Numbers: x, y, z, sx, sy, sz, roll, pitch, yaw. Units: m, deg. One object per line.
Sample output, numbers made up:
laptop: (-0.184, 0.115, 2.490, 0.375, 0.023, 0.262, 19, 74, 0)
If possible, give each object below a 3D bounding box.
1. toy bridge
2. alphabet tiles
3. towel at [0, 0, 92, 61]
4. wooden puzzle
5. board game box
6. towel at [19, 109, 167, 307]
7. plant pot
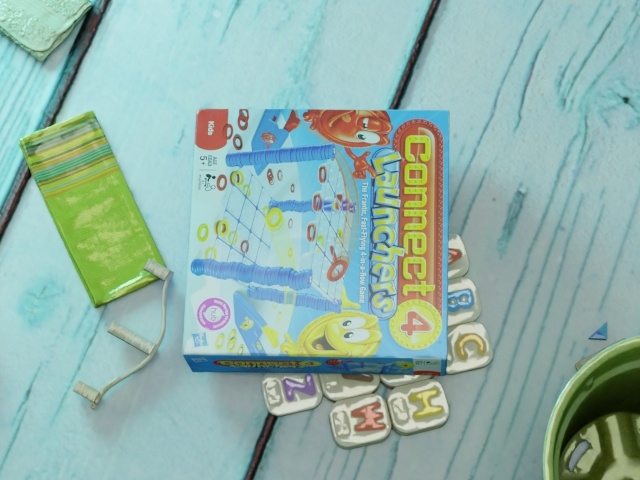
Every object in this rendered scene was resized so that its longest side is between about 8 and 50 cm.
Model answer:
toy bridge: (-0.222, 0.117, 1.858, 0.063, 0.026, 0.188, 29, 81, -2)
alphabet tiles: (0.054, 0.098, 1.867, 0.278, 0.021, 0.284, -12, 73, -3)
towel: (-0.374, -0.304, 1.989, 0.148, 0.027, 0.110, 34, 76, 10)
wooden puzzle: (0.347, 0.159, 1.848, 0.079, 0.014, 0.116, -33, 75, -9)
board game box: (0.000, 0.000, 1.842, 0.302, 0.086, 0.308, 0, 73, 4)
towel: (-0.277, -0.041, 1.913, 0.102, 0.021, 0.237, -25, 75, -6)
plant pot: (0.358, 0.256, 1.690, 0.276, 0.254, 0.276, 0, 76, 0)
